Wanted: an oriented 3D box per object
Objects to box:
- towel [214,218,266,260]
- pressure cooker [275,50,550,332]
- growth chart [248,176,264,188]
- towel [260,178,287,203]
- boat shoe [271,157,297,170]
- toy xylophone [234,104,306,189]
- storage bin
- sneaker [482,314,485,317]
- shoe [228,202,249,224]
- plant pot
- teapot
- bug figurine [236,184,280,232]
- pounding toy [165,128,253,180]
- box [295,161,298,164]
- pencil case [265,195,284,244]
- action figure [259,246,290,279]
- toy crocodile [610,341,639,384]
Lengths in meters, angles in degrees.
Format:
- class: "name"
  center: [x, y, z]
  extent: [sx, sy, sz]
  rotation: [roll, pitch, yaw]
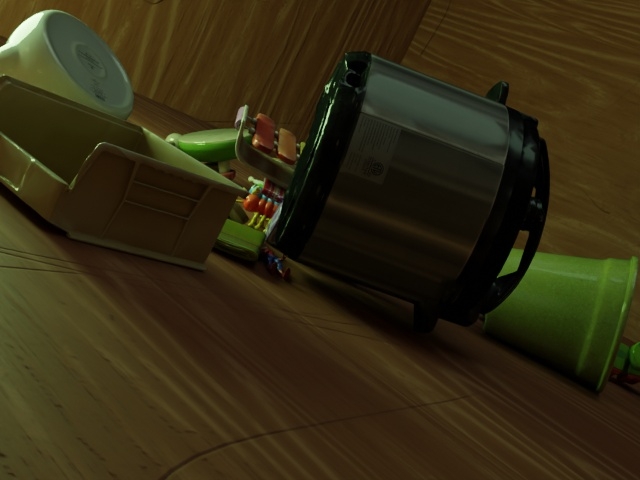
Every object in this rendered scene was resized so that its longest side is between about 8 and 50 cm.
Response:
- class: "towel"
  center: [-0.141, -0.005, 1.520]
  extent: [0.102, 0.021, 0.237]
  rotation: [22, 7, -3]
- class: "pressure cooker"
  center: [0.167, -0.074, 1.557]
  extent: [0.420, 0.370, 0.375]
  rotation: [19, 33, -6]
- class: "growth chart"
  center: [-0.067, -0.113, 2.604]
  extent: [0.237, 0.021, 0.172]
  rotation: [18, 11, -48]
- class: "towel"
  center: [0.006, -0.051, 1.877]
  extent: [0.275, 0.031, 0.199]
  rotation: [29, 13, -9]
- class: "boat shoe"
  center: [-0.056, -0.097, 2.094]
  extent: [0.098, 0.096, 0.277]
  rotation: [12, -14, 31]
- class: "toy xylophone"
  center: [-0.041, -0.159, 1.887]
  extent: [0.322, 0.081, 0.236]
  rotation: [26, 20, -19]
- class: "storage bin"
  center: [-0.283, -0.088, 1.226]
  extent: [0.262, 0.123, 0.260]
  rotation: [32, 9, 40]
- class: "sneaker"
  center: [0.444, 0.178, 2.051]
  extent: [0.227, 0.087, 0.130]
  rotation: [27, 8, 34]
- class: "shoe"
  center: [-0.208, -0.078, 1.734]
  extent: [0.219, 0.058, 0.076]
  rotation: [37, -8, 39]
- class: "plant pot"
  center: [0.466, 0.131, 1.884]
  extent: [0.253, 0.276, 0.276]
  rotation: [16, 5, 13]
- class: "teapot"
  center: [-0.462, -0.259, 1.656]
  extent: [0.256, 0.187, 0.252]
  rotation: [51, 21, -15]
- class: "bug figurine"
  center: [-0.069, -0.052, 1.941]
  extent: [0.216, 0.072, 0.279]
  rotation: [26, 7, -5]
- class: "pounding toy"
  center: [-0.273, -0.200, 2.289]
  extent: [0.236, 0.110, 0.183]
  rotation: [-2, 16, 9]
- class: "box"
  center: [0.096, -0.181, 2.229]
  extent: [0.073, 0.295, 0.293]
  rotation: [18, 32, -43]
- class: "pencil case"
  center: [0.000, 0.000, 1.740]
  extent: [0.206, 0.088, 0.086]
  rotation: [23, 5, -14]
- class: "action figure"
  center: [-0.075, 0.030, 1.498]
  extent: [0.038, 0.030, 0.115]
  rotation: [18, 7, -21]
- class: "toy crocodile"
  center: [0.641, 0.258, 2.134]
  extent: [0.340, 0.105, 0.115]
  rotation: [25, -21, 0]
